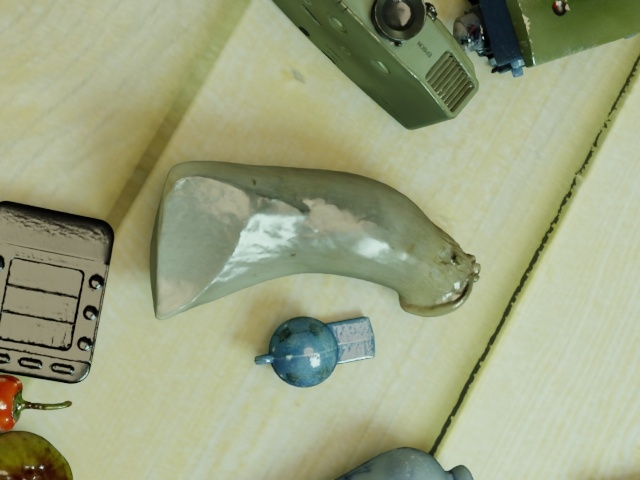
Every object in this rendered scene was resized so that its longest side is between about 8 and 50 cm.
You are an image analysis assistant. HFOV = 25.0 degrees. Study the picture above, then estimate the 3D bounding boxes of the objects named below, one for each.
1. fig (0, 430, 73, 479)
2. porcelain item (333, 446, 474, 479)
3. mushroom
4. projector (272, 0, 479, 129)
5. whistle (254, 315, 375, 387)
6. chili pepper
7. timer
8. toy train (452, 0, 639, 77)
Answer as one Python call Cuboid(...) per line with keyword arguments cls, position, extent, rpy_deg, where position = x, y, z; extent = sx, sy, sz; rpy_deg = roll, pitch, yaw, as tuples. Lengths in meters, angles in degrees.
Cuboid(cls="fig", position=(-0.340, 0.281, 1.559), extent=(0.153, 0.121, 0.136), rpy_deg=(-28, 93, -17))
Cuboid(cls="porcelain item", position=(0.055, 0.323, 1.679), extent=(0.259, 0.141, 0.141), rpy_deg=(-12, 93, -8))
Cuboid(cls="mushroom", position=(0.001, 0.000, 1.666), extent=(0.397, 0.126, 0.177), rpy_deg=(1, 98, -18))
Cuboid(cls="projector", position=(0.061, -0.248, 1.647), extent=(0.269, 0.193, 0.088), rpy_deg=(43, 77, -12))
Cuboid(cls="whistle", position=(-0.002, 0.127, 1.683), extent=(0.157, 0.090, 0.090), rpy_deg=(-10, 92, -16))
Cuboid(cls="chili pepper", position=(-0.406, 0.176, 1.559), extent=(0.272, 0.071, 0.063), rpy_deg=(-2, 92, -3))
Cuboid(cls="timer", position=(-0.316, 0.058, 1.606), extent=(0.144, 0.055, 0.187), rpy_deg=(12, 82, -18))
Cuboid(cls="toy train", position=(0.313, -0.290, 1.721), extent=(0.299, 0.202, 0.131), rpy_deg=(-19, 94, -16))
